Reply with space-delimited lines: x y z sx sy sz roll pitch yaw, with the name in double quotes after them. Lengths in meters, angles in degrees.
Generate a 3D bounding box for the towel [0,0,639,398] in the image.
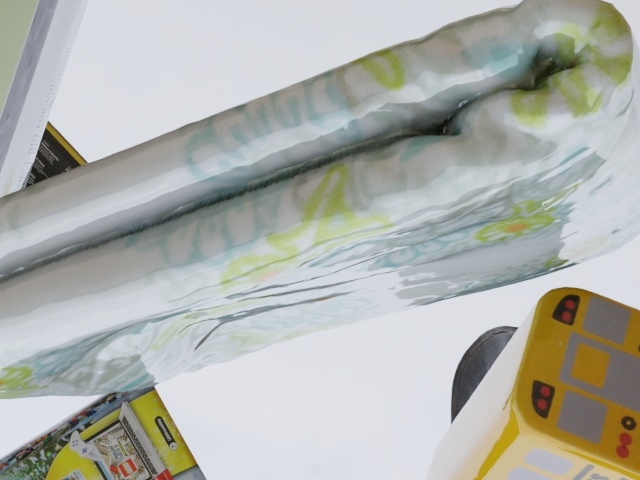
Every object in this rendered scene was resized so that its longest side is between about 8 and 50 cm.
0.000 0.000 0.679 0.320 0.374 0.090 15 -124 -73 "towel"

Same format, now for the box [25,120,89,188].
-0.266 -0.013 1.401 0.079 0.257 0.322 -43 -91 -17 "box"

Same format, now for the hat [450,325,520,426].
0.209 0.265 1.382 0.134 0.331 0.331 -20 -131 -30 "hat"

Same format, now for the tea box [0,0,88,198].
-0.292 -0.153 0.734 0.220 0.329 0.323 20 -176 4 "tea box"

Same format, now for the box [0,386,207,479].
-0.138 0.236 0.888 0.159 0.233 0.044 -31 -168 -17 "box"

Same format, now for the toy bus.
0.152 0.164 0.855 0.130 0.333 0.108 20 -120 1 "toy bus"
